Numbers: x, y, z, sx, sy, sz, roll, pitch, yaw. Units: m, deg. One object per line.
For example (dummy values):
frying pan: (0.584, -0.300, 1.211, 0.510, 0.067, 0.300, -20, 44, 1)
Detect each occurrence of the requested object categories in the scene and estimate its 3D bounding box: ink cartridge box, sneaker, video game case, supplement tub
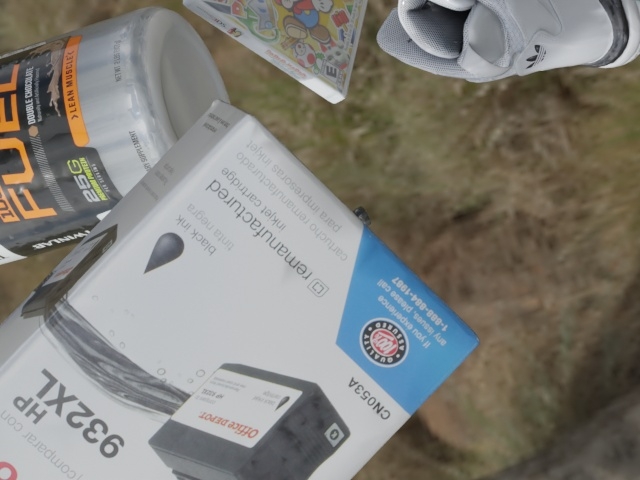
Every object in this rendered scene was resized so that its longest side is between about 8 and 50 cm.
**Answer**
ink cartridge box: (-0.086, 0.094, 1.190, 0.223, 0.307, 0.129, 44, 178, -15)
sneaker: (0.126, -0.282, 1.650, 0.366, 0.210, 0.137, 53, 144, 29)
video game case: (-0.035, -0.286, 1.887, 0.026, 0.206, 0.227, -25, 43, 46)
supplement tub: (-0.273, -0.095, 1.798, 0.338, 0.207, 0.207, -16, 92, 20)

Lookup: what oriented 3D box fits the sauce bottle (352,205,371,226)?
sauce bottle: (0.000, 0.000, 2.133, 0.042, 0.128, 0.042, 59, 167, 22)
